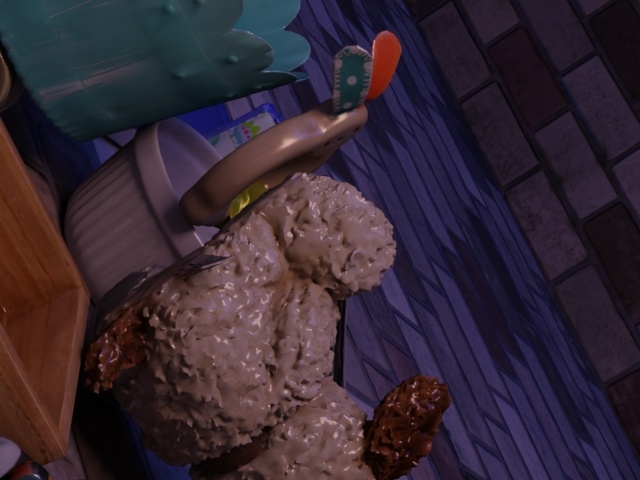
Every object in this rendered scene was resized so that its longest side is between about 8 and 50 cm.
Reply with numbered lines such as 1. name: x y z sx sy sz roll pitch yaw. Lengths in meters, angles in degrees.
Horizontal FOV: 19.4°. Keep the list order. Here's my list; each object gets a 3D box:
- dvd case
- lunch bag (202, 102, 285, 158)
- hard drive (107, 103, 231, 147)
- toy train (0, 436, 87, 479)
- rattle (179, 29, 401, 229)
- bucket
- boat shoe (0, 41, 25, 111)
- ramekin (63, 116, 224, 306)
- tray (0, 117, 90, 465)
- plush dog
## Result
1. dvd case: 0.009 0.076 1.721 0.164 0.018 0.221 -101 -169 -57
2. lunch bag: -0.070 -0.029 1.650 0.129 0.151 0.096 61 24 10
3. hard drive: -0.171 -0.148 1.810 0.319 0.040 0.210 38 24 -55
4. toy train: -0.101 0.248 0.993 0.334 0.142 0.190 51 3 -17
5. rattle: 0.006 -0.039 1.376 0.130 0.200 0.142 30 30 -61
6. bucket: -0.138 -0.216 1.418 0.281 0.183 0.281 -18 90 -80
7. boat shoe: -0.310 -0.228 1.380 0.103 0.113 0.302 -52 119 -77
8. ramekin: -0.114 0.012 1.504 0.207 0.109 0.207 53 14 -18
9. tray: -0.258 -0.076 1.092 0.203 0.076 0.411 -95 164 -63
10. plush dog: -0.046 0.115 1.280 0.225 0.262 0.210 54 31 -9
